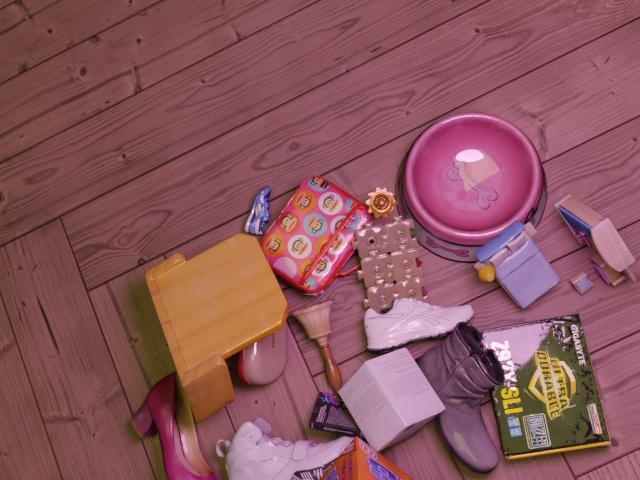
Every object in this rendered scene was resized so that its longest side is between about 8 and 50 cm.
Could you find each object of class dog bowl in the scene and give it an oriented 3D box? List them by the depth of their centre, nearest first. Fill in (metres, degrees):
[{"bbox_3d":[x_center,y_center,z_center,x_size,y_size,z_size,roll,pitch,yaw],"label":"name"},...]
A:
[{"bbox_3d":[0.396,-0.154,1.898,0.407,0.150,0.408,-2,77,8],"label":"dog bowl"}]

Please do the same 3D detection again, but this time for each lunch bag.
[{"bbox_3d":[0.000,0.000,1.952,0.258,0.120,0.293,34,85,10],"label":"lunch bag"}]

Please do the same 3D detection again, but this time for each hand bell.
[{"bbox_3d":[0.011,0.288,1.905,0.126,0.126,0.242,-17,88,6],"label":"hand bell"}]

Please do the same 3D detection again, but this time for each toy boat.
[{"bbox_3d":[-0.182,0.272,1.925,0.151,0.151,0.231,-11,74,38],"label":"toy boat"}]

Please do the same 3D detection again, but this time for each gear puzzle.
[{"bbox_3d":[0.173,0.025,1.902,0.175,0.044,0.339,-12,97,-1],"label":"gear puzzle"}]

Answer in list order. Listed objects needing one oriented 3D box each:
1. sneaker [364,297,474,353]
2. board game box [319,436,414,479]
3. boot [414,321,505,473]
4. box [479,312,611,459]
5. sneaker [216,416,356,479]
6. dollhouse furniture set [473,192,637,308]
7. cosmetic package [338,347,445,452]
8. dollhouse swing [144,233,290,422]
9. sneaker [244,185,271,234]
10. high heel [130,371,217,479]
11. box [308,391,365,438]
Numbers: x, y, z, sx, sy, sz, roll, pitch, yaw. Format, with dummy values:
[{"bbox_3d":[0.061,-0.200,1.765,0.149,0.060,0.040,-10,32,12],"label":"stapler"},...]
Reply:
[{"bbox_3d":[0.251,0.200,1.851,0.296,0.111,0.130,-13,74,-7],"label":"sneaker"},{"bbox_3d":[0.112,0.732,1.579,0.356,0.356,0.356,38,96,-3],"label":"board game box"},{"bbox_3d":[0.369,0.385,1.745,0.338,0.118,0.223,56,134,14],"label":"boot"},{"bbox_3d":[0.552,0.362,1.800,0.256,0.079,0.322,-11,77,9],"label":"box"},{"bbox_3d":[-0.091,0.534,1.836,0.365,0.137,0.210,-28,78,6],"label":"sneaker"},{"bbox_3d":[0.575,0.090,1.741,0.303,0.198,0.286,-38,111,7],"label":"dollhouse furniture set"},{"bbox_3d":[0.173,0.393,1.776,0.184,0.151,0.151,57,135,23],"label":"cosmetic package"},{"bbox_3d":[-0.251,0.211,1.861,0.304,0.315,0.347,-20,55,-13],"label":"dollhouse swing"},{"bbox_3d":[-0.163,-0.081,2.025,0.059,0.053,0.144,20,91,14],"label":"sneaker"},{"bbox_3d":[-0.337,0.528,1.879,0.377,0.127,0.181,42,98,18],"label":"high heel"},{"bbox_3d":[0.060,0.449,1.849,0.162,0.116,0.029,9,121,11],"label":"box"}]
